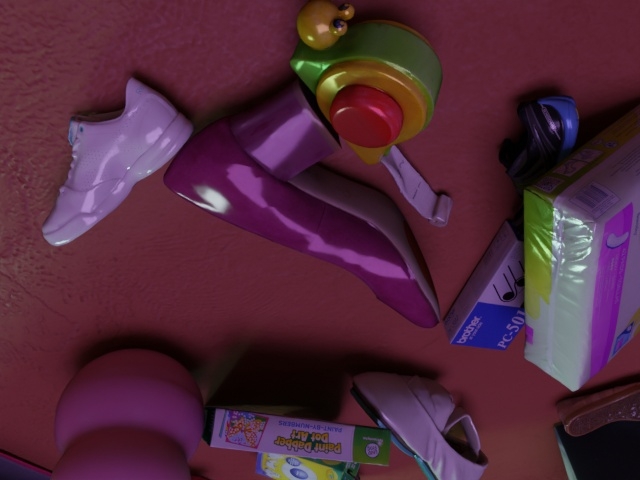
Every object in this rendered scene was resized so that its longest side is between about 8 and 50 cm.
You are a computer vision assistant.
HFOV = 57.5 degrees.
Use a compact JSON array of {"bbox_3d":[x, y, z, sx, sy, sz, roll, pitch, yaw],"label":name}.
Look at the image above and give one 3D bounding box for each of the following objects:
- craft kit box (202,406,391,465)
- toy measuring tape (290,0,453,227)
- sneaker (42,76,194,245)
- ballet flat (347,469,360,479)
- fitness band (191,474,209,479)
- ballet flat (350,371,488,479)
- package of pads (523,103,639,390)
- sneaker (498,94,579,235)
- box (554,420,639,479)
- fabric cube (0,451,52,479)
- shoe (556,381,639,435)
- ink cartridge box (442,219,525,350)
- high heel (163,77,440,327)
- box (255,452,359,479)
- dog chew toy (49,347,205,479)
[{"bbox_3d":[-0.051,0.292,0.883,0.246,0.061,0.250,8,163,-12],"label":"craft kit box"},{"bbox_3d":[0.093,-0.116,0.593,0.121,0.121,0.330,-31,132,19],"label":"toy measuring tape"},{"bbox_3d":[-0.236,-0.084,0.615,0.212,0.080,0.094,-39,114,15],"label":"sneaker"},{"bbox_3d":[0.038,0.429,1.112,0.084,0.058,0.250,-2,129,23],"label":"ballet flat"},{"bbox_3d":[-0.306,0.563,1.182,0.209,0.054,0.291,10,128,-12],"label":"fitness band"},{"bbox_3d":[0.182,0.310,0.985,0.139,0.139,0.400,-25,128,14],"label":"ballet flat"},{"bbox_3d":[0.350,0.009,0.692,0.229,0.101,0.297,-35,134,-19],"label":"package of pads"},{"bbox_3d":[0.248,-0.087,0.685,0.078,0.067,0.188,6,135,15],"label":"sneaker"},{"bbox_3d":[0.596,0.522,1.104,0.182,0.294,0.296,-20,131,13],"label":"box"},{"bbox_3d":[-0.597,0.545,0.984,0.258,0.259,0.254,-28,130,17],"label":"fabric cube"},{"bbox_3d":[0.539,0.291,1.059,0.219,0.058,0.077,-16,111,1],"label":"shoe"},{"bbox_3d":[0.262,0.069,0.825,0.097,0.046,0.207,9,129,-16],"label":"ink cartridge box"},{"bbox_3d":[0.000,0.000,0.686,0.181,0.127,0.377,-28,119,17],"label":"high heel"},{"bbox_3d":[-0.024,0.403,1.043,0.179,0.043,0.105,14,130,6],"label":"box"},{"bbox_3d":[-0.262,0.310,0.774,0.206,0.332,0.207,-4,132,-4],"label":"dog chew toy"}]
